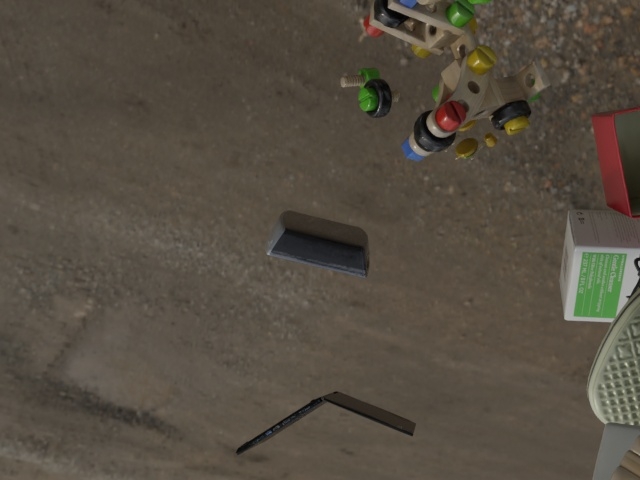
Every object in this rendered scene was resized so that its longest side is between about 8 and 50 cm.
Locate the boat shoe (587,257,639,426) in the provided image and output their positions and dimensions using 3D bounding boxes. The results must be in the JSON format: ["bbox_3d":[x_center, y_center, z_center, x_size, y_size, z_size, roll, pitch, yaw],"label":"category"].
[{"bbox_3d":[0.568,0.072,1.249,0.187,0.500,0.156,34,176,4],"label":"boat shoe"}]

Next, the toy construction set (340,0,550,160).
[{"bbox_3d":[0.214,-0.278,1.177,0.237,0.257,0.308,-9,140,-26],"label":"toy construction set"}]

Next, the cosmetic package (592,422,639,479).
[{"bbox_3d":[0.411,0.484,1.027,0.162,0.453,0.230,0,144,37],"label":"cosmetic package"}]

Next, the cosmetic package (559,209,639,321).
[{"bbox_3d":[0.688,0.055,1.704,0.366,0.155,0.196,2,123,10],"label":"cosmetic package"}]

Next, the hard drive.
[{"bbox_3d":[0.000,0.000,1.370,0.172,0.254,0.054,14,99,-1],"label":"hard drive"}]

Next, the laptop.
[{"bbox_3d":[0.018,0.343,1.463,0.264,0.136,0.234,-33,169,2],"label":"laptop"}]

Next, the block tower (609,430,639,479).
[{"bbox_3d":[0.303,0.242,0.729,0.097,0.335,0.091,30,178,45],"label":"block tower"}]

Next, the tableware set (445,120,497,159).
[{"bbox_3d":[0.284,-0.208,1.660,0.154,0.104,0.024,28,166,50],"label":"tableware set"}]

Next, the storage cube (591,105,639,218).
[{"bbox_3d":[0.613,-0.159,1.510,0.184,0.193,0.214,-12,96,8],"label":"storage cube"}]
